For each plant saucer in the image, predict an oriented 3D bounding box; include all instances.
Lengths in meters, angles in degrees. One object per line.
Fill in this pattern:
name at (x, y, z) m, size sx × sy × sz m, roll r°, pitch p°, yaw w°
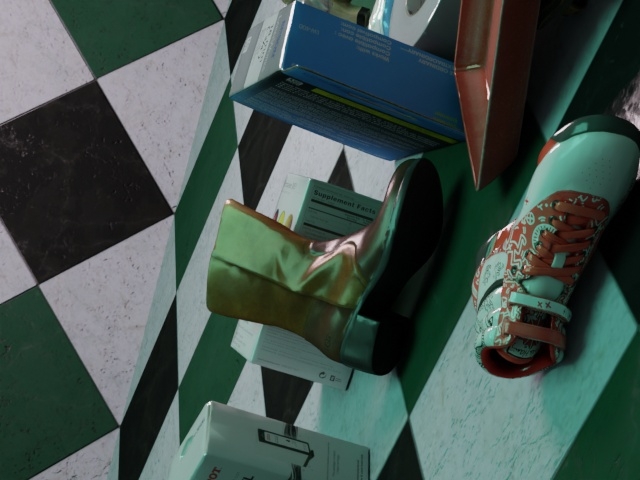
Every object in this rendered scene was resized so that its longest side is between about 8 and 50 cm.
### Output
plant saucer at (0.190, -0.227, 1.731) m, size 0.258 × 0.048 × 0.259 m, roll -93°, pitch 5°, yaw -53°

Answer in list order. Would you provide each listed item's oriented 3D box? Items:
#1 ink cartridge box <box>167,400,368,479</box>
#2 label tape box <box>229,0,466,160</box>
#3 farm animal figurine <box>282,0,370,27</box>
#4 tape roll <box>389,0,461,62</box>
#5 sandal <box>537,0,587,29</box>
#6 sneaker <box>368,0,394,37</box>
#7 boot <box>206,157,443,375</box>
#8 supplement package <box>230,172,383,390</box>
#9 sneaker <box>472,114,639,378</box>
ink cartridge box at (-0.065, 0.285, 1.873) m, size 0.086 × 0.203 × 0.148 m, roll -88°, pitch 21°, yaw -46°
label tape box at (0.048, -0.195, 1.955) m, size 0.333 × 0.240 × 0.106 m, roll 174°, pitch 115°, yaw -73°
farm animal figurine at (0.022, -0.461, 2.351) m, size 0.330 × 0.172 × 0.327 m, roll -49°, pitch -25°, yaw -50°
tape roll at (0.162, -0.324, 2.018) m, size 0.219 × 0.072 × 0.219 m, roll -163°, pitch 90°, yaw -75°
sandal at (0.252, -0.270, 1.642) m, size 0.219 × 0.060 × 0.090 m, roll 140°, pitch 132°, yaw -77°
sneaker at (0.114, -0.361, 2.203) m, size 0.086 × 0.085 × 0.237 m, roll -8°, pitch 73°, yaw 32°
boot at (0.000, 0.000, 1.926) m, size 0.280 × 0.096 × 0.264 m, roll 21°, pitch 106°, yaw 37°
supplement package at (-0.006, 0.049, 2.071) m, size 0.139 × 0.134 × 0.244 m, roll -161°, pitch 89°, yaw -75°
sneaker at (0.210, 0.018, 1.423) m, size 0.270 × 0.090 × 0.145 m, roll 121°, pitch 160°, yaw -51°
